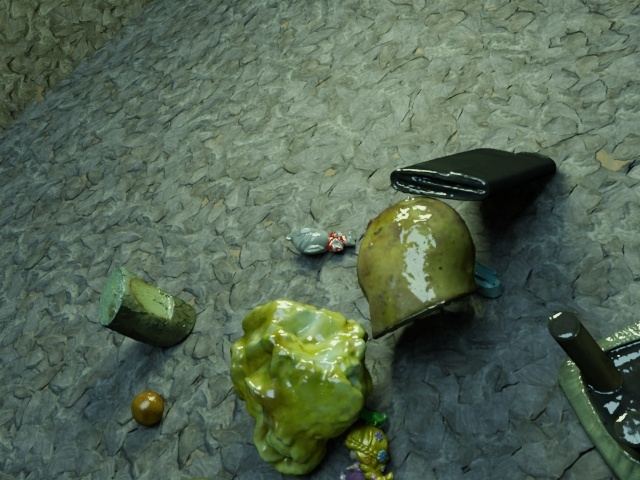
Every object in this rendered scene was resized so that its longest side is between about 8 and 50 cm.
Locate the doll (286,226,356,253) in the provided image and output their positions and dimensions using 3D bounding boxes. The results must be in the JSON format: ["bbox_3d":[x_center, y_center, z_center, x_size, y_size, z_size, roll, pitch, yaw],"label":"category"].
[{"bbox_3d":[0.000,0.000,1.817,0.180,0.079,0.094,1,40,12],"label":"doll"}]

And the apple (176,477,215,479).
[{"bbox_3d":[-0.241,0.589,1.391,0.262,0.262,0.262,-14,51,17],"label":"apple"}]

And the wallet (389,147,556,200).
[{"bbox_3d":[0.350,-0.154,1.593,0.228,0.062,0.406,10,19,35],"label":"wallet"}]

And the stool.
[{"bbox_3d":[0.592,0.236,1.239,0.310,0.226,0.310,-30,48,6],"label":"stool"}]

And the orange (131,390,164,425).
[{"bbox_3d":[-0.415,0.405,1.719,0.085,0.085,0.085,-14,51,17],"label":"orange"}]

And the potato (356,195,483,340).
[{"bbox_3d":[0.182,0.044,1.496,0.289,0.301,0.237,-28,79,13],"label":"potato"}]

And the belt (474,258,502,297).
[{"bbox_3d":[0.321,0.077,1.603,0.100,0.065,0.179,-40,47,-19],"label":"belt"}]

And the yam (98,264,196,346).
[{"bbox_3d":[-0.449,0.179,1.801,0.154,0.254,0.154,-18,56,28],"label":"yam"}]

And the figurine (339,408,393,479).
[{"bbox_3d":[0.107,0.419,1.429,0.115,0.095,0.156,-3,58,39],"label":"figurine"}]

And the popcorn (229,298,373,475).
[{"bbox_3d":[-0.040,0.291,1.511,0.293,0.292,0.334,-6,41,-9],"label":"popcorn"}]
